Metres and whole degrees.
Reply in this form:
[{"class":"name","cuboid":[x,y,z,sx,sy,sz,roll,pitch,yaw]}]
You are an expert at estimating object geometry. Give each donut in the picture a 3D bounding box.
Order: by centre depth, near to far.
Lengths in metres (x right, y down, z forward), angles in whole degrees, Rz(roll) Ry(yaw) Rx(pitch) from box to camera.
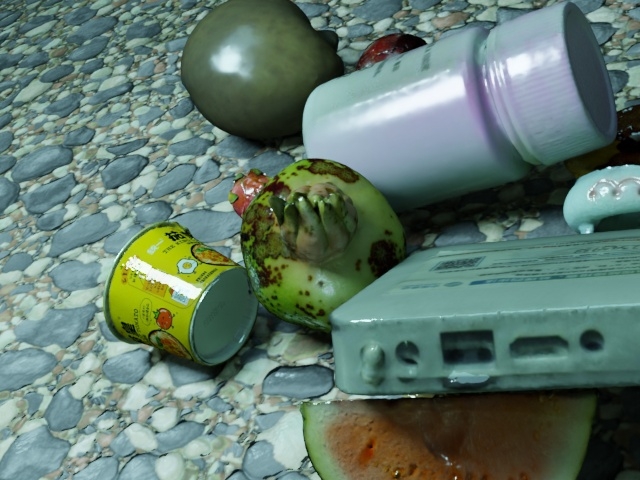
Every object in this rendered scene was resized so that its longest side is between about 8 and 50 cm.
[{"class":"donut","cuboid":[0.425,-0.109,1.365,0.184,0.073,0.166,-42,39,-23]}]

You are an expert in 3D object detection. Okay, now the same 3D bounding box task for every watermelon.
[{"class":"watermelon","cuboid":[0.146,0.216,1.053,0.304,0.159,0.128,-6,11,21]}]

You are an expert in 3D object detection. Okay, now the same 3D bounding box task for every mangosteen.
[{"class":"mangosteen","cuboid":[0.119,-0.244,1.637,0.180,0.166,0.166,-38,26,32]}]

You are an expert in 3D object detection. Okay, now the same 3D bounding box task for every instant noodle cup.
[{"class":"instant noodle cup","cuboid":[-0.176,0.080,1.360,0.144,0.182,0.182,20,53,32]}]

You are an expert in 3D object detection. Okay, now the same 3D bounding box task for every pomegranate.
[{"class":"pomegranate","cuboid":[0.012,-0.012,1.282,0.222,0.276,0.204,41,55,15]}]

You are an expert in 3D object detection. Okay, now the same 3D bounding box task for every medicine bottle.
[{"class":"medicine bottle","cuboid":[0.186,-0.170,1.384,0.388,0.219,0.219,-17,34,31]}]

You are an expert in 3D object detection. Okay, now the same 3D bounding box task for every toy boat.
[{"class":"toy boat","cuboid":[0.400,-0.030,1.234,0.208,0.134,0.078,3,65,26]}]

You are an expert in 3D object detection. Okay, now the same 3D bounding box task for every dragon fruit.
[{"class":"dragon fruit","cuboid":[-0.103,-0.070,1.586,0.116,0.086,0.081,32,99,57]}]

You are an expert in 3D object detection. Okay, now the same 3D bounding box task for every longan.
[{"class":"longan","cuboid":[-0.097,-0.298,1.742,0.300,0.243,0.300,5,44,-5]}]

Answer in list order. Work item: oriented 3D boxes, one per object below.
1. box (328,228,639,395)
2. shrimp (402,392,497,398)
[{"class":"box","cuboid":[0.245,0.068,1.068,0.396,0.111,0.396,-6,8,22]},{"class":"shrimp","cuboid":[0.167,0.161,1.175,0.162,0.045,0.095,-33,35,-24]}]
